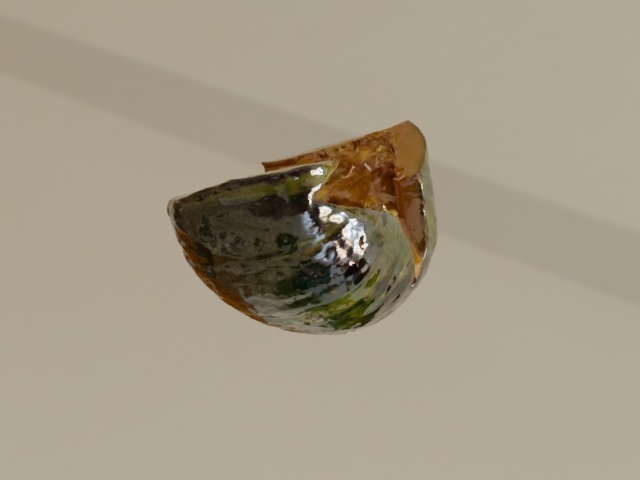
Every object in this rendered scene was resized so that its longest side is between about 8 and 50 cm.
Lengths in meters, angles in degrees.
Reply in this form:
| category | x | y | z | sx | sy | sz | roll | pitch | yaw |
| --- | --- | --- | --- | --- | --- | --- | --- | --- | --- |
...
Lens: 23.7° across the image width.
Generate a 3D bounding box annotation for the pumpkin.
| category | x | y | z | sx | sy | sz | roll | pitch | yaw |
| --- | --- | --- | --- | --- | --- | --- | --- | --- | --- |
| pumpkin | 0.000 | 0.000 | 0.844 | 0.119 | 0.183 | 0.107 | -7 | -83 | 30 |
